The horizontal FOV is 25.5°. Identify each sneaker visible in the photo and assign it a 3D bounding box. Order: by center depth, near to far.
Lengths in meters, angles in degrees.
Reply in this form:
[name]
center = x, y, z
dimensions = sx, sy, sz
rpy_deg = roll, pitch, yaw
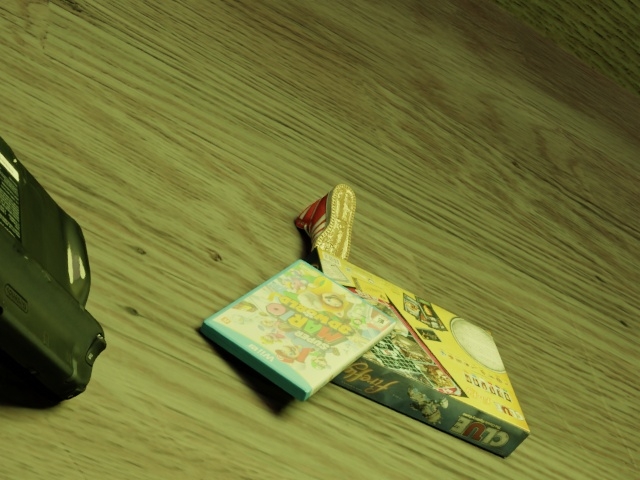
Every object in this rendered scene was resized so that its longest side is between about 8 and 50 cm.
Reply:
[sneaker]
center = 0.000, 0.000, 1.537
dimensions = 0.042, 0.067, 0.118
rpy_deg = 31, 55, -23

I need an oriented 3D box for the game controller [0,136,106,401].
[game controller]
center = -0.235, -0.007, 0.990
dimensions = 0.319, 0.067, 0.166
rpy_deg = 62, 8, -60

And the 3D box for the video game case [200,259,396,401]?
[video game case]
center = -0.018, 0.080, 1.322
dimensions = 0.119, 0.015, 0.166
rpy_deg = 33, 34, 18

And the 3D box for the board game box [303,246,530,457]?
[board game box]
center = 0.093, 0.115, 1.455
dimensions = 0.243, 0.042, 0.165
rpy_deg = 27, 27, -26
